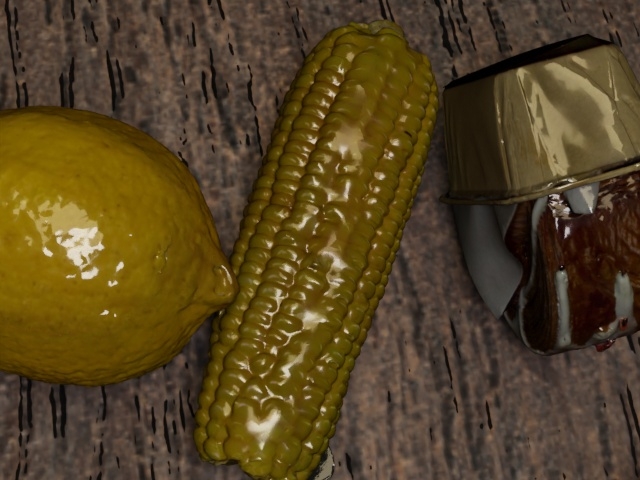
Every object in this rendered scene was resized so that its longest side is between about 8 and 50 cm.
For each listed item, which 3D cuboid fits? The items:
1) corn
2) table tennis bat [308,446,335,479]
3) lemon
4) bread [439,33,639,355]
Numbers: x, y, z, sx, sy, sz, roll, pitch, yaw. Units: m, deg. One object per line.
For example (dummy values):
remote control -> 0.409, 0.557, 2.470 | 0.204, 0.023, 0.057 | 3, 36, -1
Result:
corn -> 0.000, 0.000, 0.893 | 0.120, 0.120, 0.363 | 16, 70, 1
table tennis bat -> -0.008, 0.170, 0.889 | 0.050, 0.007, 0.083 | -30, 74, -14
lemon -> -0.177, 0.003, 0.842 | 0.257, 0.188, 0.188 | 18, 70, 7
bread -> 0.170, -0.029, 0.866 | 0.142, 0.224, 0.211 | -19, 95, -8
